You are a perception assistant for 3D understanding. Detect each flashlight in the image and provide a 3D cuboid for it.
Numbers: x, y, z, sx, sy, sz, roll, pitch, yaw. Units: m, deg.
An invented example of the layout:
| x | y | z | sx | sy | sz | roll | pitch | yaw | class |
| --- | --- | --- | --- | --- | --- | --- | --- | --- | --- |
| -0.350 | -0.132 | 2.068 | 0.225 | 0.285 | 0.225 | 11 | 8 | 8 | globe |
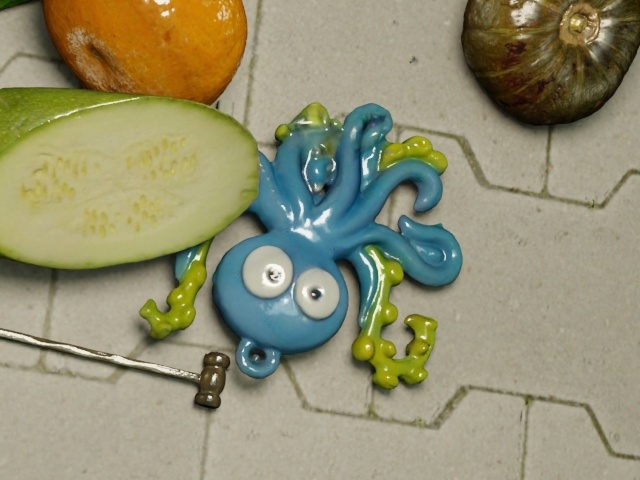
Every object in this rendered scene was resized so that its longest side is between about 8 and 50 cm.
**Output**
| x | y | z | sx | sy | sz | roll | pitch | yaw | class |
| --- | --- | --- | --- | --- | --- | --- | --- | --- | --- |
| -0.109 | -0.113 | 1.751 | 0.018 | 0.018 | 0.083 | 9 | 77 | -13 | flashlight |

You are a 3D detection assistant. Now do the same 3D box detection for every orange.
| x | y | z | sx | sy | sz | roll | pitch | yaw | class |
| --- | --- | --- | --- | --- | --- | --- | --- | --- | --- |
| -0.179 | -0.234 | 1.653 | 0.224 | 0.224 | 0.170 | 40 | 59 | -5 | orange |

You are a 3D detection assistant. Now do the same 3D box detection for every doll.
| x | y | z | sx | sy | sz | roll | pitch | yaw | class |
| --- | --- | --- | --- | --- | --- | --- | --- | --- | --- |
| 0.000 | 0.000 | 1.713 | 0.346 | 0.099 | 0.341 | 26 | 76 | -13 | doll |

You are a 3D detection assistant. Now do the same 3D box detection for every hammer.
| x | y | z | sx | sy | sz | roll | pitch | yaw | class |
| --- | --- | --- | --- | --- | --- | --- | --- | --- | --- |
| -0.240 | 0.117 | 1.668 | 0.292 | 0.029 | 0.058 | 14 | 74 | -11 | hammer |

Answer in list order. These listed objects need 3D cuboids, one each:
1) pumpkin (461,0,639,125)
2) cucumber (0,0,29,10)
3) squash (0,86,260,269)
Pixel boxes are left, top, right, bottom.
| x | y | z | sx | sy | sz | roll | pitch | yaw | class |
| --- | --- | --- | --- | --- | --- | --- | --- | --- | --- |
| 0.257 | -0.240 | 1.815 | 0.219 | 0.162 | 0.219 | -6 | 107 | -22 | pumpkin |
| -0.310 | -0.288 | 1.712 | 0.250 | 0.056 | 0.056 | -25 | 87 | -18 | cucumber |
| -0.211 | -0.058 | 1.588 | 0.260 | 0.189 | 0.189 | 9 | 76 | 13 | squash |
